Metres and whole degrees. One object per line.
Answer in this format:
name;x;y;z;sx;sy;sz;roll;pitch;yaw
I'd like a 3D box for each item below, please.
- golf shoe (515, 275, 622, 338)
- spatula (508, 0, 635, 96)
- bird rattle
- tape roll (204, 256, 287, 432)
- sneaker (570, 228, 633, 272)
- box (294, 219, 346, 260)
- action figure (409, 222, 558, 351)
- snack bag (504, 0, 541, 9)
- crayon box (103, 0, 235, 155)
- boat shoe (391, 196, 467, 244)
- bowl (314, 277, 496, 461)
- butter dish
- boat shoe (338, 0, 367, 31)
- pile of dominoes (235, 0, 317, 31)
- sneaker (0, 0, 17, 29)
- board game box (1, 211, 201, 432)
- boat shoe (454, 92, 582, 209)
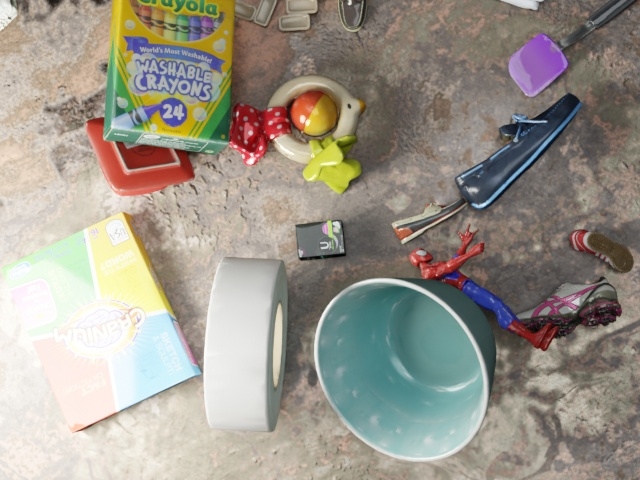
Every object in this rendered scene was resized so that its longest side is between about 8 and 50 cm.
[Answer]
golf shoe;0.417;0.117;1.744;0.186;0.067;0.086;-15;48;9
spatula;0.466;-0.374;1.801;0.296;0.030;0.084;-37;81;-1
bird rattle;-0.033;-0.197;1.792;0.253;0.143;0.207;26;74;19
tape roll;-0.116;0.170;1.654;0.100;0.286;0.286;3;84;3
sneaker;0.486;0.015;1.760;0.118;0.067;0.042;32;84;-24
box;0.000;0.000;1.779;0.083;0.052;0.062;-6;82;4
action figure;0.283;0.059;1.712;0.280;0.091;0.139;29;90;26
snack bag;0.281;-0.615;1.836;0.343;0.037;0.323;18;86;5
crayon box;-0.257;-0.323;1.745;0.203;0.083;0.323;6;77;-22
boat shoe;0.192;-0.043;1.777;0.137;0.049;0.043;-29;81;5
bowl;0.163;0.185;1.659;0.312;0.163;0.311;13;114;31
butter dish;-0.326;-0.135;1.785;0.160;0.118;0.160;-13;65;-32
boat shoe;0.055;-0.453;1.817;0.056;0.049;0.152;-1;92;11
pile of dominoes;-0.067;-0.508;1.857;0.196;0.040;0.251;23;94;5
sneaker;-0.593;-0.413;1.858;0.061;0.054;0.152;16;85;2
board game box;-0.384;0.142;1.781;0.242;0.064;0.316;-26;83;1
boat shoe;0.339;-0.169;1.752;0.258;0.109;0.089;-44;80;-4
